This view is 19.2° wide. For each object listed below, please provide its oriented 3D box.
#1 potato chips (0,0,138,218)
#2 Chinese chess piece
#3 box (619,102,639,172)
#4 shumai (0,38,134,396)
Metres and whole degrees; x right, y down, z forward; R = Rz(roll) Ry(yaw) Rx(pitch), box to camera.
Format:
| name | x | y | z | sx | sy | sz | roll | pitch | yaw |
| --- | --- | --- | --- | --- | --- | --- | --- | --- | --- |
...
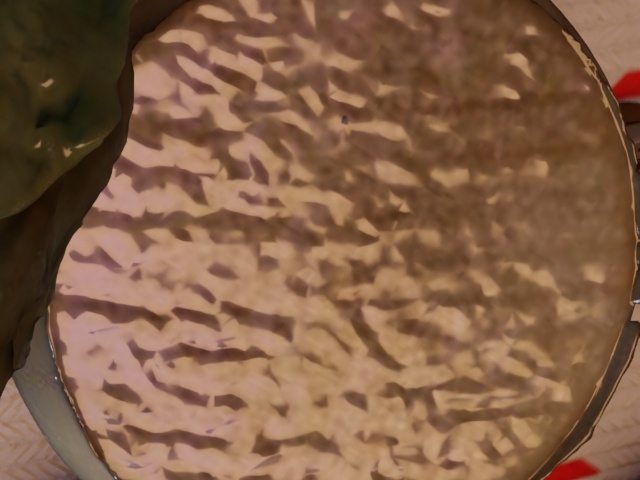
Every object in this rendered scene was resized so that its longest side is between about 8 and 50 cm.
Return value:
| name | x | y | z | sx | sy | sz | roll | pitch | yaw |
| --- | --- | --- | --- | --- | --- | --- | --- | --- | --- |
| potato chips | -0.237 | -0.155 | 0.456 | 0.373 | 0.389 | 0.097 | -13 | 166 | -16 |
| Chinese chess piece | 0.000 | 0.000 | 0.764 | 0.270 | 0.112 | 0.270 | -4 | 103 | -20 |
| box | 0.144 | -0.016 | 0.929 | 0.105 | 0.037 | 0.105 | -14 | 128 | -19 |
| shumai | -0.193 | -0.029 | 0.637 | 0.292 | 0.330 | 0.288 | 8 | 149 | 6 |
